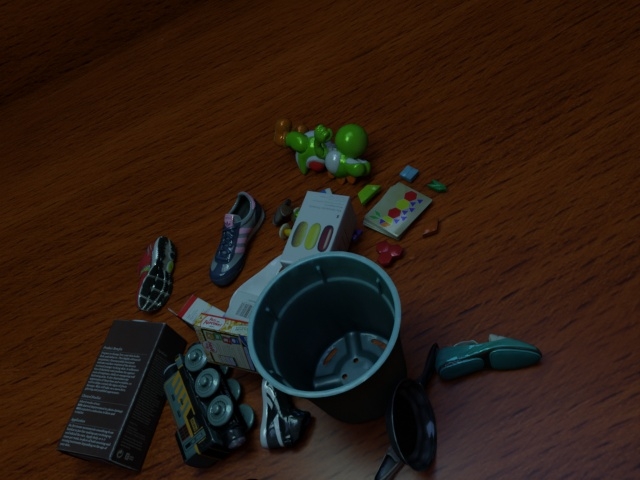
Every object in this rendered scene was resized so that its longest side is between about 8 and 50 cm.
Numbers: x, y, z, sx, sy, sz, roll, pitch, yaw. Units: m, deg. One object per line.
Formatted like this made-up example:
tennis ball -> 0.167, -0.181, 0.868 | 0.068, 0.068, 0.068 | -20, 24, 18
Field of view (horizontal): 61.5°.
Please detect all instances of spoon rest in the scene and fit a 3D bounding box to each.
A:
spoon rest -> -0.160, 0.133, 1.599 | 0.137, 0.084, 0.276 | 32, 71, 36

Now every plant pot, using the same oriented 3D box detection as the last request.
plant pot -> 0.050, 0.256, 1.266 | 0.341, 0.334, 0.341 | -10, 53, 14

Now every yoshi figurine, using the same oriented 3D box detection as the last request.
yoshi figurine -> 0.028, -0.334, 1.801 | 0.362, 0.203, 0.203 | 28, 63, 31

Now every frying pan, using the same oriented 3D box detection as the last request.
frying pan -> 0.208, 0.355, 1.233 | 0.053, 0.197, 0.326 | -20, 47, 33

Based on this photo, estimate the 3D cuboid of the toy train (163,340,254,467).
toy train -> -0.310, 0.425, 1.418 | 0.190, 0.142, 0.334 | -40, 51, 2

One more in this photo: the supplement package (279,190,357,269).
supplement package -> 0.000, 0.000, 1.547 | 0.139, 0.134, 0.244 | 9, 61, 20

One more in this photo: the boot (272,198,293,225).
boot -> -0.127, -0.082, 1.738 | 0.087, 0.042, 0.118 | -52, 11, 27

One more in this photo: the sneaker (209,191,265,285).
sneaker -> -0.288, -0.014, 1.724 | 0.112, 0.131, 0.319 | 5, 58, 24

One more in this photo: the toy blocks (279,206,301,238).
toy blocks -> -0.039, -0.035, 1.692 | 0.148, 0.054, 0.123 | 22, 66, 32

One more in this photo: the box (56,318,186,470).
box -> -0.544, 0.421, 1.504 | 0.191, 0.143, 0.381 | 1, 58, 22

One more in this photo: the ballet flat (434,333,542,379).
ballet flat -> 0.395, 0.266, 1.292 | 0.247, 0.083, 0.087 | -13, 38, 10

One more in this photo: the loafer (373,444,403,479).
loafer -> 0.161, 0.506, 1.230 | 0.045, 0.039, 0.125 | 23, 67, 34

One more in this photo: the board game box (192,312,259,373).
board game box -> -0.206, 0.259, 1.331 | 0.194, 0.146, 0.045 | 8, 41, 21

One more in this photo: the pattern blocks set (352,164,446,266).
pattern blocks set -> 0.232, -0.087, 1.638 | 0.325, 0.026, 0.285 | -38, 54, -12

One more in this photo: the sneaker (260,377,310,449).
sneaker -> -0.083, 0.417, 1.373 | 0.121, 0.079, 0.216 | -7, 62, 12

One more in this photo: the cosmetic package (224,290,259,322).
cosmetic package -> -0.144, 0.235, 1.422 | 0.117, 0.231, 0.085 | 14, 62, 28

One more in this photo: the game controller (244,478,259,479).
game controller -> -0.240, 0.695, 1.231 | 0.319, 0.067, 0.166 | -33, 51, -3

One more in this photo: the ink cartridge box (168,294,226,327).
ink cartridge box -> -0.314, 0.239, 1.547 | 0.231, 0.134, 0.078 | 23, 67, 32

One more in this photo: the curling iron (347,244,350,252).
curling iron -> 0.048, 0.064, 1.598 | 0.068, 0.035, 0.274 | 8, 59, 26

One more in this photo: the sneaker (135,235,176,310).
sneaker -> -0.554, 0.118, 1.772 | 0.118, 0.107, 0.279 | -21, 45, 30

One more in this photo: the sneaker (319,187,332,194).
sneaker -> 0.013, -0.103, 1.718 | 0.085, 0.058, 0.152 | -21, 46, -2
